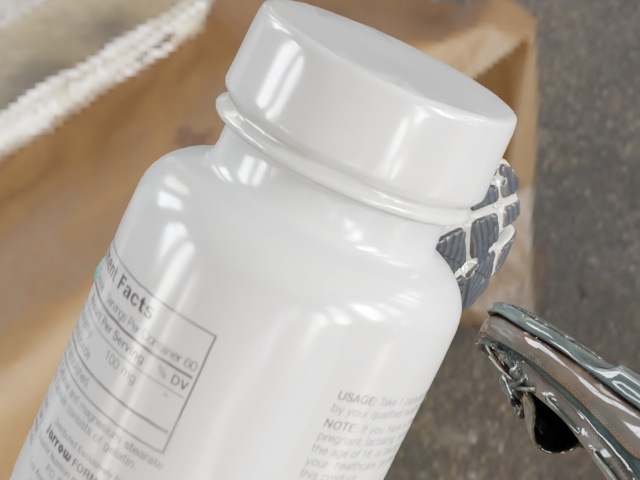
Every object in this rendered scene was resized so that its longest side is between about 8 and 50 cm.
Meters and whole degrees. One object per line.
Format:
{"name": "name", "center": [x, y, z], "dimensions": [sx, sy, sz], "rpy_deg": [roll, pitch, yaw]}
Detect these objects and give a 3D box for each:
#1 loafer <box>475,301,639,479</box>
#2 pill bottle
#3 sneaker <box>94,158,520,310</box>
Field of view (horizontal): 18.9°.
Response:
{"name": "loafer", "center": [0.168, 0.114, 1.284], "dimensions": [0.084, 0.096, 0.267], "rpy_deg": [-55, 28, -2]}
{"name": "pill bottle", "center": [-0.022, 0.034, 0.720], "dimensions": [0.131, 0.229, 0.131], "rpy_deg": [23, 15, -7]}
{"name": "sneaker", "center": [0.000, 0.000, 1.089], "dimensions": [0.275, 0.107, 0.110], "rpy_deg": [-16, 32, -33]}
